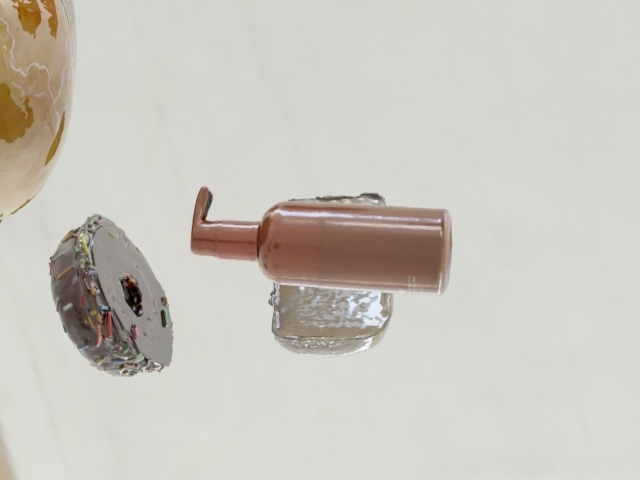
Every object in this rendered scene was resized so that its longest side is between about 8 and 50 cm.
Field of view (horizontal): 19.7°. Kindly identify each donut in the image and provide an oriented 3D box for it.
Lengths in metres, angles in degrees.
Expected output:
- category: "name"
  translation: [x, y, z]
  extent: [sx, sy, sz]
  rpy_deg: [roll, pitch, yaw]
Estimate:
- category: "donut"
  translation: [-0.289, 0.083, 2.518]
  extent: [0.089, 0.235, 0.235]
  rpy_deg: [-23, -85, 17]

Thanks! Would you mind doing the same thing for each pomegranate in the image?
- category: "pomegranate"
  translation: [-0.425, -0.179, 1.779]
  extent: [0.411, 0.411, 0.411]
  rpy_deg: [32, -44, 37]

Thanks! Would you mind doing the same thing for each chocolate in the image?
- category: "chocolate"
  translation: [0.012, 0.055, 2.342]
  extent: [0.083, 0.161, 0.261]
  rpy_deg: [91, 1, -46]

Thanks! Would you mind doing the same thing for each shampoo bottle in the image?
- category: "shampoo bottle"
  translation: [0.000, 0.002, 1.713]
  extent: [0.244, 0.085, 0.085]
  rpy_deg: [6, -54, 7]
